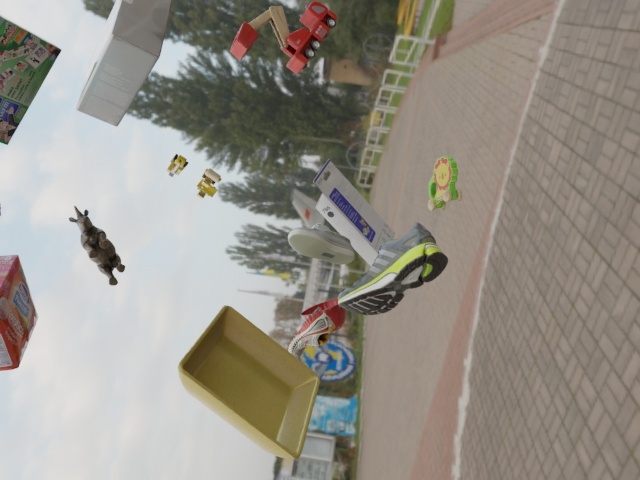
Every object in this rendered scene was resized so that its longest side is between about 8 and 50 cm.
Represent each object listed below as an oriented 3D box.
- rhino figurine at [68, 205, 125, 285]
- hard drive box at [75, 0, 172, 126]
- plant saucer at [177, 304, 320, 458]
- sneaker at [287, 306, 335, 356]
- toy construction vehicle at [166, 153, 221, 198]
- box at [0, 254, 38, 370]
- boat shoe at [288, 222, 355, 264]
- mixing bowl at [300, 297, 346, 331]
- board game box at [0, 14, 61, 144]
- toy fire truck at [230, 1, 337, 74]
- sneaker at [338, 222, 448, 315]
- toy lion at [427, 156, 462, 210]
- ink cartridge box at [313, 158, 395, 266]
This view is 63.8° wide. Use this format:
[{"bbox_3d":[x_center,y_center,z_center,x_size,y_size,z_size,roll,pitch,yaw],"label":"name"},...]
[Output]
[{"bbox_3d":[-0.616,0.005,1.410,0.106,0.073,0.243,38,152,48],"label":"rhino figurine"},{"bbox_3d":[-0.386,-0.369,1.011,0.232,0.089,0.181,-33,47,43],"label":"hard drive box"},{"bbox_3d":[-0.173,0.345,1.251,0.081,0.333,0.333,-49,5,18],"label":"plant saucer"},{"bbox_3d":[-0.031,0.312,1.631,0.088,0.093,0.225,-42,-11,-48],"label":"sneaker"},{"bbox_3d":[-0.200,-0.097,0.806,0.035,0.086,0.098,-60,21,-18],"label":"toy construction vehicle"},{"bbox_3d":[-0.564,0.111,0.731,0.122,0.257,0.128,-110,18,-56],"label":"box"},{"bbox_3d":[0.001,0.000,1.391,0.079,0.227,0.081,-33,51,35],"label":"boat shoe"},{"bbox_3d":[0.026,0.291,1.941,0.181,0.181,0.098,-60,-50,-85],"label":"mixing bowl"},{"bbox_3d":[-0.869,-0.430,1.373,0.317,0.046,0.213,-56,-26,7],"label":"board game box"},{"bbox_3d":[-0.064,-0.386,0.955,0.192,0.135,0.047,-61,17,-21],"label":"toy fire truck"},{"bbox_3d":[0.158,0.074,1.193,0.300,0.111,0.121,-36,39,30],"label":"sneaker"},{"bbox_3d":[0.246,-0.117,1.036,0.100,0.034,0.096,141,123,-68],"label":"toy lion"},{"bbox_3d":[0.093,-0.084,1.595,0.065,0.332,0.165,-33,15,35],"label":"ink cartridge box"}]
